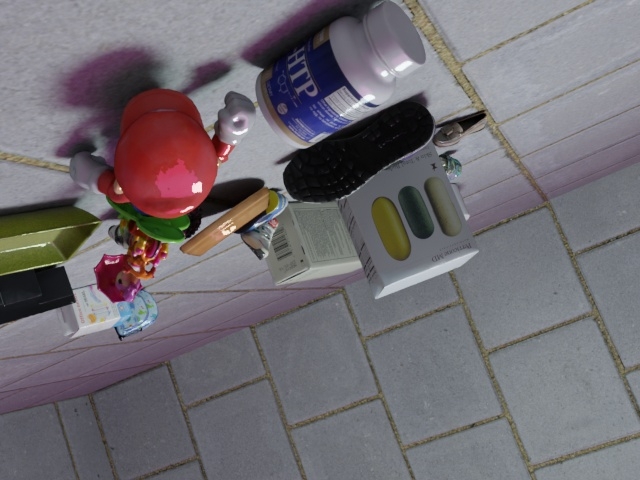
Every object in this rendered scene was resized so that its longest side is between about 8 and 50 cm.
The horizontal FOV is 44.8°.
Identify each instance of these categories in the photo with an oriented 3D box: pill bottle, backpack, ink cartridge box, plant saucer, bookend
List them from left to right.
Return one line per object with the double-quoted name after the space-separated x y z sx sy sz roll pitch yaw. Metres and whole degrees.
-0.455 0.000 1.187 0.188 0.045 0.188 -14 168 -38 "plant saucer"
-0.524 0.084 1.415 0.156 0.072 0.157 -17 168 -28 "bookend"
-0.518 0.156 1.752 0.143 0.092 0.090 -14 168 -36 "ink cartridge box"
-0.466 0.178 1.943 0.114 0.105 0.084 -22 172 -22 "backpack"
-0.171 -0.030 1.444 0.200 0.037 0.200 -35 -175 3 "plant saucer"
0.025 -0.198 0.919 0.186 0.112 0.112 -28 168 31 "pill bottle"

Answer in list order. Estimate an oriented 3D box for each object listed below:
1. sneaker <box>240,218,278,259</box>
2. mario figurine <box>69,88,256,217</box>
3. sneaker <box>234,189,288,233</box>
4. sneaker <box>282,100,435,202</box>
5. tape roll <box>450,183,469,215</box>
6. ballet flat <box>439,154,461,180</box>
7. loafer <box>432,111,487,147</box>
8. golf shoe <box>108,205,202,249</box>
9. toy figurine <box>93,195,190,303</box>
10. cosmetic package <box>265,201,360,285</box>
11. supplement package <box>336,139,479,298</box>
-0.122 -0.019 1.602 0.075 0.057 0.161 -39 -156 3 "sneaker"
-0.198 -0.121 0.972 0.198 0.170 0.320 -56 -172 -10 "mario figurine"
-0.124 -0.053 1.558 0.144 0.053 0.059 -26 171 31 "sneaker"
0.075 -0.141 1.367 0.283 0.107 0.124 -23 176 12 "sneaker"
0.275 -0.059 2.203 0.286 0.100 0.286 -20 170 -4 "tape roll"
0.233 -0.147 1.800 0.188 0.070 0.070 -28 168 24 "ballet flat"
0.274 -0.222 1.526 0.125 0.045 0.039 -24 155 -22 "loafer"
-0.283 -0.033 1.356 0.086 0.068 0.186 19 -156 28 "golf shoe"
-0.277 0.028 1.166 0.130 0.173 0.159 13 110 -34 "toy figurine"
0.000 0.000 1.794 0.113 0.160 0.309 -26 168 31 "cosmetic package"
0.158 -0.048 1.548 0.199 0.263 0.198 -21 170 -5 "supplement package"
